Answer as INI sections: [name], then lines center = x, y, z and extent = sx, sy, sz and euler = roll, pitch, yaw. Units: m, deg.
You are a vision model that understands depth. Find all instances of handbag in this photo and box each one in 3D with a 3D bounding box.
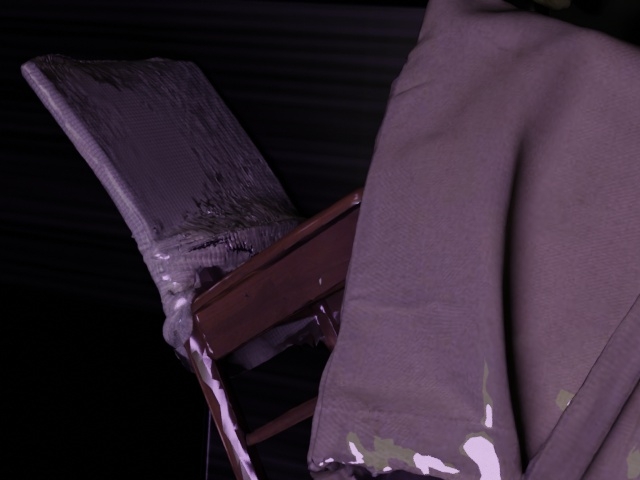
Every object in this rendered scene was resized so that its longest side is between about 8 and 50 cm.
[handbag]
center = 0.158, 0.038, 0.677
extent = 0.315, 0.109, 0.253
euler = 21, 73, 4

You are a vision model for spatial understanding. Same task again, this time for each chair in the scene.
[chair]
center = 0.000, 0.000, 0.836
extent = 0.186, 0.160, 0.319
euler = -32, 77, 35

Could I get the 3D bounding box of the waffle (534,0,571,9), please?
[waffle]
center = 0.074, -0.238, 0.793
extent = 0.208, 0.054, 0.214
euler = 45, 142, 30
